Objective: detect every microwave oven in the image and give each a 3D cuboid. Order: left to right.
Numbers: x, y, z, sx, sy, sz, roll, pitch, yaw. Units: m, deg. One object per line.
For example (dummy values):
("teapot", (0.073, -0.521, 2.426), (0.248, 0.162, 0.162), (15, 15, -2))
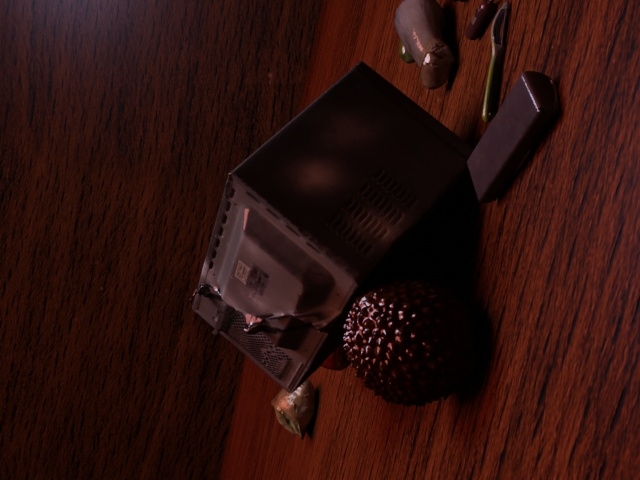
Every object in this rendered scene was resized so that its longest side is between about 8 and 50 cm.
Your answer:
("microwave oven", (0.000, 0.000, 1.433), (0.374, 0.236, 0.432), (-44, -11, -31))

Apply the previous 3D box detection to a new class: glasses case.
("glasses case", (0.243, -0.128, 1.157), (0.191, 0.042, 0.072), (115, 156, -54))

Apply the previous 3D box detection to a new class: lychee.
("lychee", (0.116, 0.130, 1.207), (0.188, 0.188, 0.188), (-170, 90, -80))

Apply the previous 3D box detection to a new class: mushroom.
("mushroom", (0.189, -0.357, 1.594), (0.225, 0.093, 0.116), (-110, 8, -54))

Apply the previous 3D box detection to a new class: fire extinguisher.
("fire extinguisher", (0.254, -0.356, 1.397), (0.046, 0.032, 0.100), (-46, -10, -31))

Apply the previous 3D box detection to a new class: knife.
("knife", (0.251, -0.258, 1.306), (0.026, 0.022, 0.184), (-2, 75, 54))

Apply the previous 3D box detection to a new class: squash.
("squash", (0.183, -0.428, 1.775), (0.052, 0.052, 0.184), (129, 150, -70))

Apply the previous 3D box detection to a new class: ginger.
("ginger", (-0.054, 0.390, 2.205), (0.123, 0.115, 0.193), (-58, 3, 1))

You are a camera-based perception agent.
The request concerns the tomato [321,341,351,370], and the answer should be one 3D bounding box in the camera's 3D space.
("tomato", (0.026, 0.137, 1.762), (0.237, 0.095, 0.237), (13, -90, -73))
